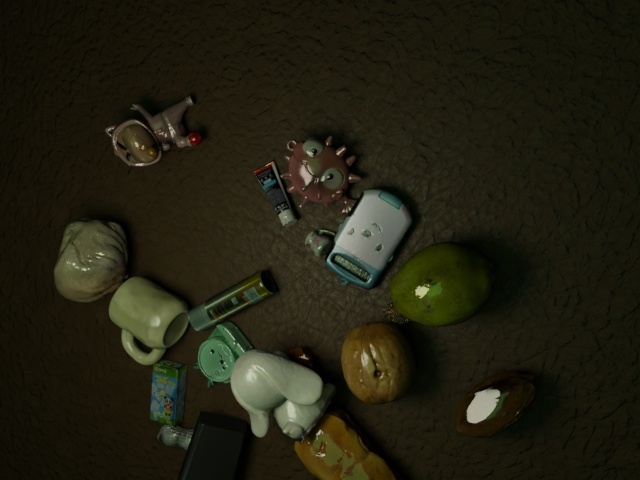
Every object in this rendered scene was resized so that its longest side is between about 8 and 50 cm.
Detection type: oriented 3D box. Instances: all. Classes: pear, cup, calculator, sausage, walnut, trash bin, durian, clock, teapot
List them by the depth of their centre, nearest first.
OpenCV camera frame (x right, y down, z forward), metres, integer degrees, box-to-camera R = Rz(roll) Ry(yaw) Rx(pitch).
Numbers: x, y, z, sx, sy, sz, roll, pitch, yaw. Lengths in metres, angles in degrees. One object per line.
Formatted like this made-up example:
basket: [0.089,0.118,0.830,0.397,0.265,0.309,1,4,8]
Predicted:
pear: [0.302,0.113,1.514,0.269,0.212,0.213,-13,90,16]
walnut: [0.441,0.412,1.528,0.245,0.137,0.137,-46,79,12]
walnut: [0.151,0.322,1.603,0.195,0.195,0.222,-10,100,22]
durian: [0.207,0.191,1.622,0.091,0.080,0.080,-2,95,-5]
calculator: [0.129,-0.001,1.644,0.172,0.051,0.293,31,106,6]
teapot: [0.000,0.000,1.705,0.064,0.064,0.083,39,76,21]
sausage: [-0.144,0.398,1.786,0.302,0.076,0.103,-35,82,21]
trash bin: [-0.326,0.652,1.844,0.165,0.115,0.226,16,97,-10]
clock: [-0.306,0.364,1.854,0.211,0.066,0.159,-46,78,20]
cup: [-0.541,0.262,1.866,0.202,0.173,0.255,28,89,18]

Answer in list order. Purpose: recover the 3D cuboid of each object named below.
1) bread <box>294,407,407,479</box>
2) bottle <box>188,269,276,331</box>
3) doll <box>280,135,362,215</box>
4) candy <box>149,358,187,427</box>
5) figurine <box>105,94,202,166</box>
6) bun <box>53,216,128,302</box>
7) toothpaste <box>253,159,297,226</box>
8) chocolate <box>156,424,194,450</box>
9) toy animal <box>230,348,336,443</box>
bread: [0.089,0.639,1.680,0.344,0.149,0.195,46,110,11]
bottle: [-0.268,0.184,1.811,0.286,0.082,0.082,-29,85,21]
doll: [0.005,-0.177,1.656,0.211,0.093,0.262,-34,100,15]
candy: [-0.487,0.488,1.939,0.097,0.062,0.195,10,99,21]
figurine: [-0.501,-0.322,1.810,0.287,0.186,0.176,-15,116,6]
bun: [-0.704,0.064,1.899,0.204,0.281,0.282,7,99,-5]
toothpaste: [-0.124,-0.135,1.747,0.071,0.045,0.194,-29,78,13]
chocolate: [-0.447,0.629,1.933,0.166,0.072,0.072,6,98,20]
toy animal: [-0.119,0.430,1.657,0.289,0.174,0.249,23,111,0]
